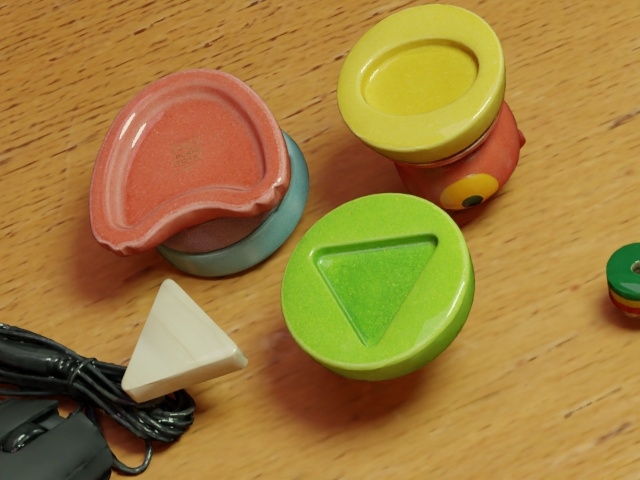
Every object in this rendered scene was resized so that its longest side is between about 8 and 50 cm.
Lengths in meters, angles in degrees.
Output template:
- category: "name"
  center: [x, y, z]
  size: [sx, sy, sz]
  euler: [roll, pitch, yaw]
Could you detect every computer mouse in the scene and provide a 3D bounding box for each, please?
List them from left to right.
- category: "computer mouse"
  center: [-0.227, 0.164, 1.340]
  size: [0.188, 0.072, 0.272]
  euler: [18, 56, 26]

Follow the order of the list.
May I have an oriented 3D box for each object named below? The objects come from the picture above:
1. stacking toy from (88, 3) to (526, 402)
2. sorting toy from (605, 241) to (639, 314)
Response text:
- category: "stacking toy"
  center: [0.000, 0.000, 1.416]
  size: [0.309, 0.130, 0.280]
  euler: [-10, 58, 18]
- category: "sorting toy"
  center: [0.330, 0.051, 1.311]
  size: [0.274, 0.046, 0.132]
  euler: [29, 62, 33]
